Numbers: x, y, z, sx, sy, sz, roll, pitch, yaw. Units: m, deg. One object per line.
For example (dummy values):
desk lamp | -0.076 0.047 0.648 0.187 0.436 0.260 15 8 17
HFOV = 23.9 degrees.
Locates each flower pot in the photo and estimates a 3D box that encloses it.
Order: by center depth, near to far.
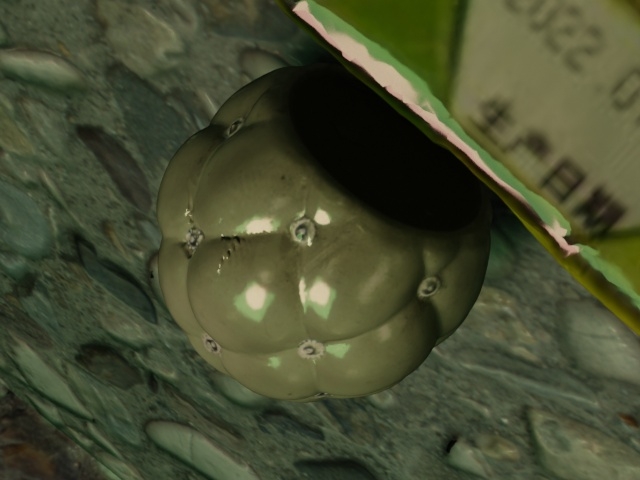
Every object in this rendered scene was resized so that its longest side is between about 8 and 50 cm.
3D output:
flower pot | 0.000 0.000 1.099 0.246 0.246 0.195 39 126 5

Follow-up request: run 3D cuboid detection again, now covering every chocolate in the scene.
chocolate | 0.142 -0.091 0.777 0.289 0.301 0.137 43 108 -3
